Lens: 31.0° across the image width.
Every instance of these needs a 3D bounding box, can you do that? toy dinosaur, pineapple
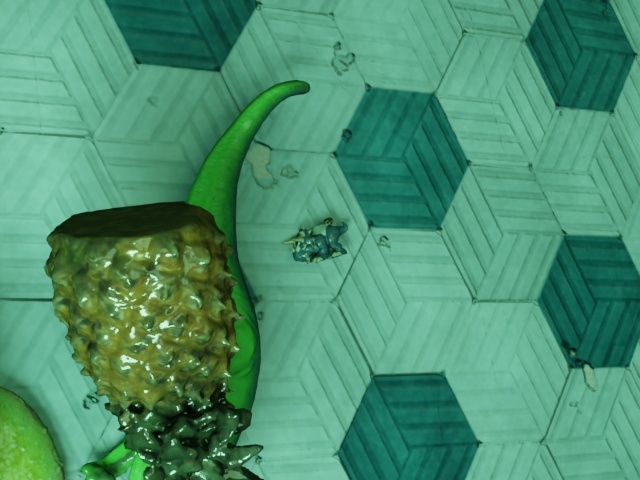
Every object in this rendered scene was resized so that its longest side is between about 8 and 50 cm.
[{"bbox_3d":[0.000,0.000,1.316,0.083,0.030,0.047,-15,89,-30],"label":"toy dinosaur"},{"bbox_3d":[-0.132,0.136,1.014,0.169,0.169,0.340,-21,111,-30],"label":"pineapple"},{"bbox_3d":[-0.066,0.108,1.201,0.500,0.144,0.374,-46,107,-23],"label":"toy dinosaur"}]

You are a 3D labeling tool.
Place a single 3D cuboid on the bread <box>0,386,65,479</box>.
[{"bbox_3d":[-0.378,0.258,1.054,0.301,0.045,0.301,5,79,-25],"label":"bread"}]
